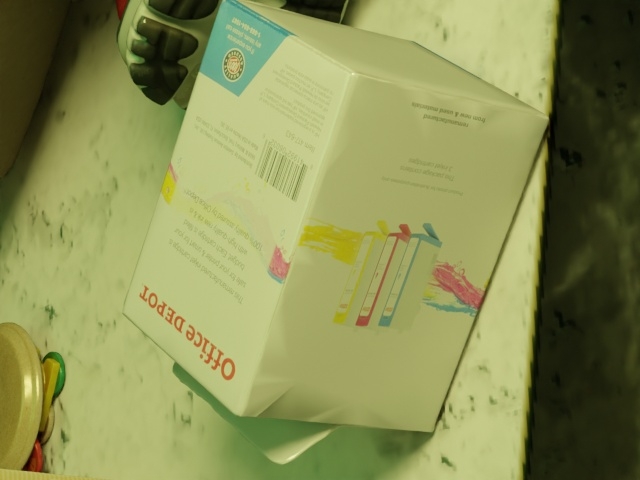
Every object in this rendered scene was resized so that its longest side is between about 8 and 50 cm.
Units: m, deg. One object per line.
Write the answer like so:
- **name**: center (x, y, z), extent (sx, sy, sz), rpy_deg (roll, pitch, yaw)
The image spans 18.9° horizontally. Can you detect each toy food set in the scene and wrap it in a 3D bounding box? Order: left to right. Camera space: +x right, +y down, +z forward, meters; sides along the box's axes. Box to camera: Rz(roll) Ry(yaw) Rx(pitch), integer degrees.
- **toy food set**: center (-0.153, 0.082, 0.930), extent (0.082, 0.020, 0.083), rpy_deg (26, 103, 52)

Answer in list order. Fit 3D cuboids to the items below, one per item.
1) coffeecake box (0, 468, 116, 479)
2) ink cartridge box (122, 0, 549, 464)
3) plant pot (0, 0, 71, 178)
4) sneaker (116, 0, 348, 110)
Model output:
- **coffeecake box**: center (-0.183, 0.153, 0.851), extent (0.185, 0.142, 0.068), rpy_deg (-27, 61, 47)
- **ink cartridge box**: center (0.000, 0.000, 0.687), extent (0.092, 0.090, 0.143), rpy_deg (37, 113, 50)
- **plant pot**: center (-0.210, -0.145, 0.904), extent (0.263, 0.263, 0.229), rpy_deg (46, 138, 47)
- **sneaker**: center (-0.012, -0.178, 0.736), extent (0.279, 0.107, 0.118), rpy_deg (-52, 40, 32)
